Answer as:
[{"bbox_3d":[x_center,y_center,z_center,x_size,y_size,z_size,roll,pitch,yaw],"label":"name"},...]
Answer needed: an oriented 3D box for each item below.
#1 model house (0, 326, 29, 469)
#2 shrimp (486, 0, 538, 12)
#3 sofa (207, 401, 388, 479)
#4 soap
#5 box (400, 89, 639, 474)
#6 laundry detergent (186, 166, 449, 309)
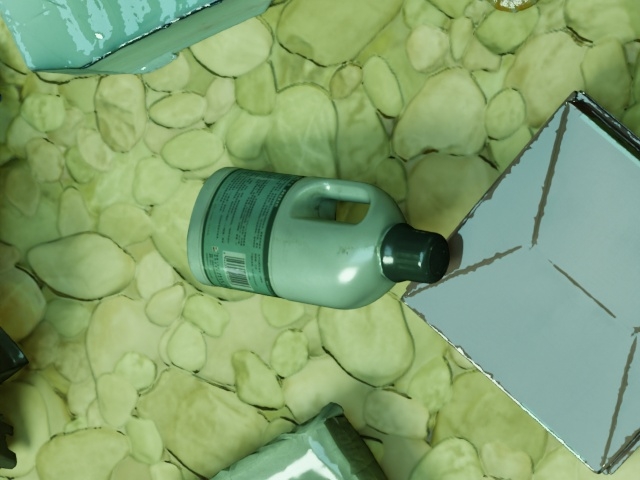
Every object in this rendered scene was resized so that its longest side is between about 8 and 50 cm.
[{"bbox_3d":[-0.338,0.153,1.380,0.211,0.243,0.204,-34,49,19],"label":"model house"},{"bbox_3d":[0.163,-0.231,1.329,0.114,0.023,0.083,-35,79,19],"label":"shrimp"},{"bbox_3d":[-0.026,0.272,1.329,0.210,0.176,0.225,-31,84,16],"label":"sofa"},{"bbox_3d":[-0.139,-0.220,1.385,0.230,0.091,0.145,-28,88,18],"label":"soap"},{"bbox_3d":[0.201,0.034,1.296,0.215,0.086,0.215,43,104,12],"label":"box"},{"bbox_3d":[0.000,0.000,1.325,0.226,0.070,0.099,8,74,40],"label":"laundry detergent"}]
